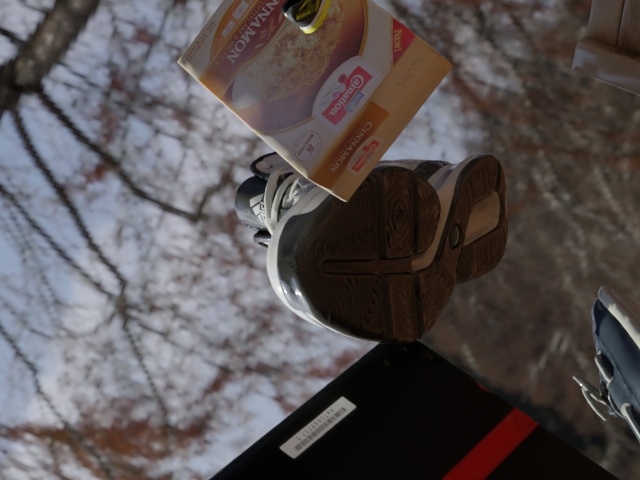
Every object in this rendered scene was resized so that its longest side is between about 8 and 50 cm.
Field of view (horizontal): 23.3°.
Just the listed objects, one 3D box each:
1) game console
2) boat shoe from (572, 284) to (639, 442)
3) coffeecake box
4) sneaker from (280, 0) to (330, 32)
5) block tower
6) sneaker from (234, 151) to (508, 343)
[{"bbox_3d":[0.100,0.261,1.373,0.386,0.342,0.060,-34,-30,-49],"label":"game console"},{"bbox_3d":[0.237,0.101,1.114,0.079,0.095,0.254,-61,14,10],"label":"boat shoe"},{"bbox_3d":[-0.007,-0.145,1.275,0.142,0.185,0.068,-52,-34,7],"label":"coffeecake box"},{"bbox_3d":[-0.005,-0.203,1.197,0.035,0.031,0.083,20,-96,-42],"label":"sneaker"},{"bbox_3d":[0.355,-0.234,1.422,0.335,0.091,0.097,-35,-41,-44],"label":"block tower"},{"bbox_3d":[0.000,0.001,1.551,0.447,0.258,0.169,-17,-74,-63],"label":"sneaker"}]
